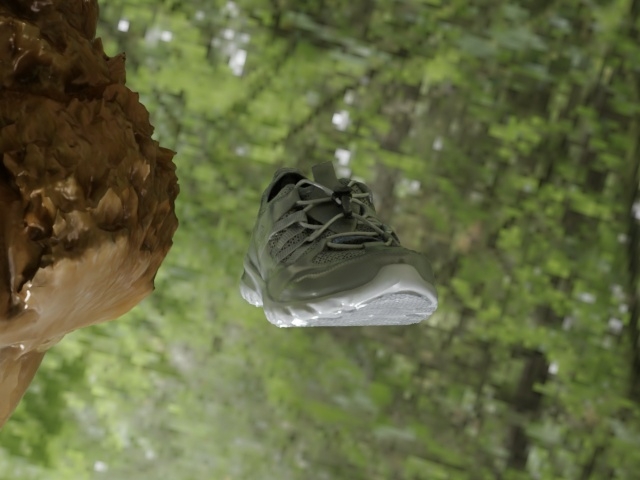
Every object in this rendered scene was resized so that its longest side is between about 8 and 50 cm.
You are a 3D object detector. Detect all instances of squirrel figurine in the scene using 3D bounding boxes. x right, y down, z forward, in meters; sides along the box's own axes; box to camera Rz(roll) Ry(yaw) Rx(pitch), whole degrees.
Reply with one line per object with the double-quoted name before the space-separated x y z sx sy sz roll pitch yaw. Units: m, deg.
"squirrel figurine" -0.301 -0.062 1.122 0.370 0.397 0.281 53 174 26

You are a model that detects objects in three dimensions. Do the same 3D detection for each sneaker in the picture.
"sneaker" 0.000 0.000 1.307 0.105 0.115 0.281 0 -175 -22
